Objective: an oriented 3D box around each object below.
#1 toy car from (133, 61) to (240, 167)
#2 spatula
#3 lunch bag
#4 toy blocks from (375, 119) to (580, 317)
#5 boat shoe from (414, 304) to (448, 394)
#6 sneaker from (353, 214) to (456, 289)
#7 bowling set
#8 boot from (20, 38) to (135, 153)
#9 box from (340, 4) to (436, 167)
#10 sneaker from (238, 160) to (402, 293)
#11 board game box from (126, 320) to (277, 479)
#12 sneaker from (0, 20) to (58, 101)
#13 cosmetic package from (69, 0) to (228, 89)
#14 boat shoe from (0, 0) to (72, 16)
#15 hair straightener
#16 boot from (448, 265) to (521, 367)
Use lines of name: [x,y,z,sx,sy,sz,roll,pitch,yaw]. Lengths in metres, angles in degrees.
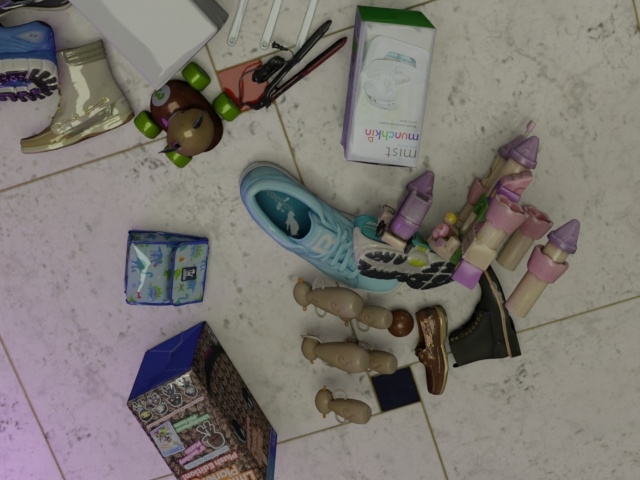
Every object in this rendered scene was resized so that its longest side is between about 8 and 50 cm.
toy car: [-0.240,-0.204,1.872,0.155,0.188,0.149,-43,103,12]
spatula: [-0.065,-0.438,1.886,0.168,0.019,0.242,16,107,-6]
lunch bag: [-0.288,0.054,2.010,0.151,0.096,0.129,3,106,-16]
toy blocks: [0.295,-0.078,1.865,0.309,0.288,0.260,29,110,-6]
boat shoe: [0.209,0.213,2.067,0.060,0.064,0.178,-5,102,-14]
sneaker: [0.172,0.016,1.957,0.275,0.110,0.107,16,140,-37]
bowling set: [0.068,0.192,2.046,0.154,0.200,0.287,10,109,41]
boot: [-0.459,-0.255,1.916,0.213,0.077,0.165,-20,107,1]
box: [0.107,-0.266,1.814,0.126,0.262,0.231,5,107,-2]
sneaker: [0.000,0.000,1.958,0.366,0.150,0.135,32,106,-10]
board game box: [-0.215,0.340,2.025,0.141,0.232,0.291,-28,107,8]
sneaker: [-0.600,-0.312,1.884,0.330,0.130,0.147,-6,65,17]
cosmetic package: [-0.340,-0.451,1.782,0.156,0.217,0.385,-40,101,12]
boat shoe: [-0.524,-0.424,1.814,0.206,0.065,0.075,-4,74,-5]
hair straightener: [-0.065,-0.317,1.908,0.230,0.047,0.089,-36,107,20]
boot: [0.294,0.151,2.050,0.137,0.077,0.198,-16,106,11]
